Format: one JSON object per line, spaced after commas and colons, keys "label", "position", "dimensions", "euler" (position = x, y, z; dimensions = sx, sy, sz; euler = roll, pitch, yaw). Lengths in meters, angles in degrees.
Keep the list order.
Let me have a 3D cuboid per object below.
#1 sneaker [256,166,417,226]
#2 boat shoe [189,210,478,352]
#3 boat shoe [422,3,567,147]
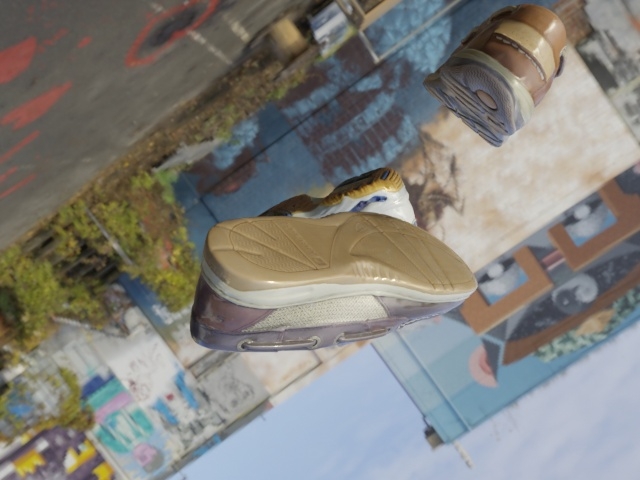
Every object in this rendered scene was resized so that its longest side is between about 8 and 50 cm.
{"label": "sneaker", "position": [0.000, 0.000, 1.089], "dimensions": [0.296, 0.131, 0.112], "euler": [-14, -160, 37]}
{"label": "boat shoe", "position": [0.016, 0.039, 0.622], "dimensions": [0.285, 0.103, 0.092], "euler": [0, 131, -46]}
{"label": "boat shoe", "position": [0.196, -0.181, 0.834], "dimensions": [0.116, 0.123, 0.324], "euler": [-49, -175, 7]}
